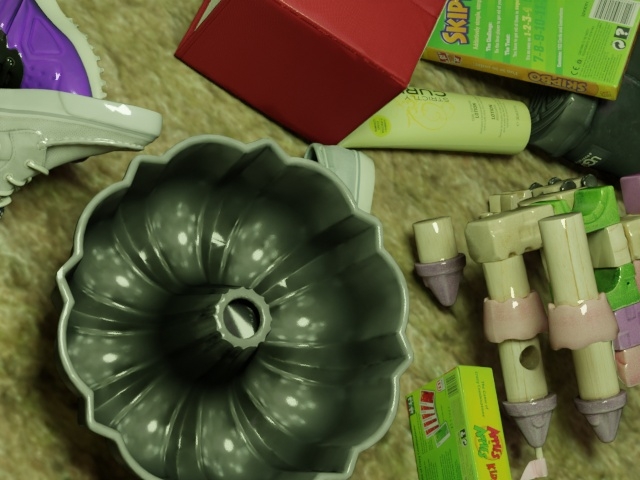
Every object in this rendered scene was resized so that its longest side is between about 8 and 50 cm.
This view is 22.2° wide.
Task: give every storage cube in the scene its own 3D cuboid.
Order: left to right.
[{"bbox_3d":[0.000,-0.236,1.632,0.193,0.215,0.184,32,62,-12],"label":"storage cube"}]

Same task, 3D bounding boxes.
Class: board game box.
[{"bbox_3d":[0.137,0.222,1.569,0.043,0.092,0.181,7,62,-31],"label":"board game box"},{"bbox_3d":[0.220,-0.239,1.819,0.259,0.039,0.124,16,63,14],"label":"board game box"}]

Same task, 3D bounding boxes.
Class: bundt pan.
[{"bbox_3d":[-0.091,0.079,1.438,0.331,0.124,0.331,7,74,-24],"label":"bundt pan"}]

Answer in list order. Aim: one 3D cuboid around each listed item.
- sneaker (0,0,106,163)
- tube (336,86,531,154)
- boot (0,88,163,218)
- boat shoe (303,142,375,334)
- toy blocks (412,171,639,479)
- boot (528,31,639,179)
[{"bbox_3d":[-0.308,-0.188,1.483,0.146,0.102,0.293,-17,73,-34],"label":"sneaker"},{"bbox_3d":[0.114,-0.131,1.766,0.240,0.062,0.070,4,21,-25],"label":"tube"},{"bbox_3d":[-0.266,-0.064,1.389,0.258,0.095,0.123,5,86,5],"label":"boot"},{"bbox_3d":[0.000,-0.001,1.612,0.081,0.079,0.227,18,52,-15],"label":"boat shoe"},{"bbox_3d":[0.273,0.079,1.662,0.288,0.309,0.260,-17,98,-31],"label":"toy blocks"},{"bbox_3d":[0.475,-0.165,1.970,0.445,0.146,0.367,26,64,-17],"label":"boot"}]
